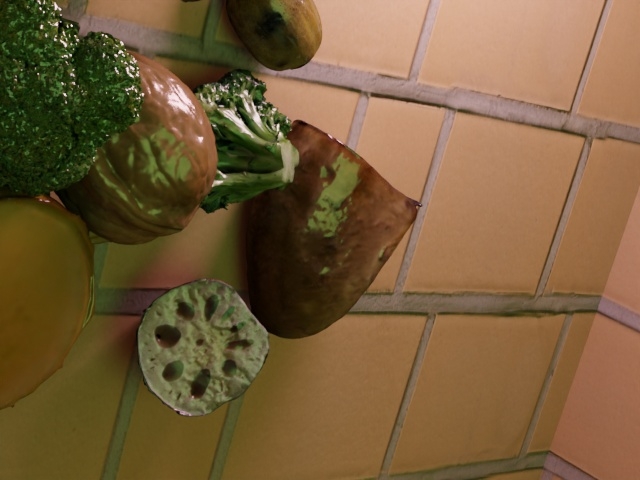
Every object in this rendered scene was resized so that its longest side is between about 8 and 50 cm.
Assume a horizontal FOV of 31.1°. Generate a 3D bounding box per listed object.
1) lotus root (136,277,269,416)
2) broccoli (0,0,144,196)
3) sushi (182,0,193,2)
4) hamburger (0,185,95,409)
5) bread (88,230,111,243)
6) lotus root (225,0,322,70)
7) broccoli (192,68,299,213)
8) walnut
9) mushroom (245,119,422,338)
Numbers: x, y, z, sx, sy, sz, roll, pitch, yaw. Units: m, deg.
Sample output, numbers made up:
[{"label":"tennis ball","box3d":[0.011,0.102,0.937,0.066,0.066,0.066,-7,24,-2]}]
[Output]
[{"label":"lotus root","box3d":[-0.234,0.193,2.239,0.272,0.192,0.272,-1,98,-7]},{"label":"broccoli","box3d":[-0.455,-0.225,1.614,0.413,0.310,0.321,15,99,-4]},{"label":"sushi","box3d":[-0.239,-0.562,1.808,0.294,0.299,0.281,-59,159,0]},{"label":"hamburger","box3d":[-0.578,0.067,1.803,0.395,0.277,0.396,-21,122,-38]},{"label":"bread","box3d":[-0.402,-0.026,2.055,0.090,0.094,0.035,-9,117,-42]},{"label":"lotus root","box3d":[-0.096,-0.428,2.110,0.154,0.154,0.278,-47,129,-15]},{"label":"broccoli","box3d":[-0.162,-0.169,2.096,0.265,0.245,0.294,85,20,-44]},{"label":"walnut","box3d":[-0.312,-0.147,1.877,0.277,0.252,0.313,-34,98,-4]},{"label":"mushroom","box3d":[-0.031,-0.003,2.317,0.397,0.224,0.313,-57,138,-5]}]
